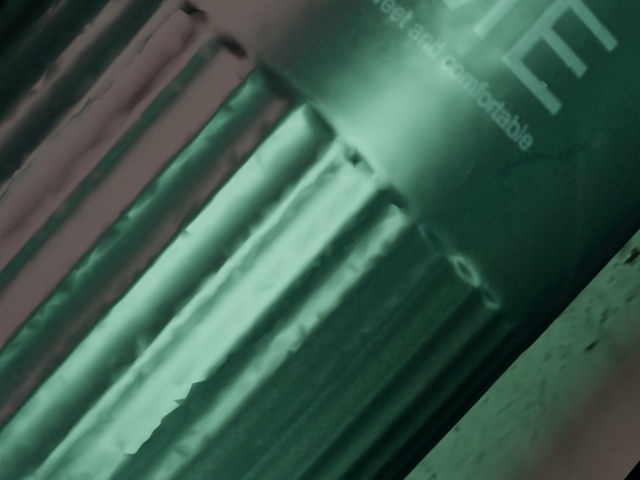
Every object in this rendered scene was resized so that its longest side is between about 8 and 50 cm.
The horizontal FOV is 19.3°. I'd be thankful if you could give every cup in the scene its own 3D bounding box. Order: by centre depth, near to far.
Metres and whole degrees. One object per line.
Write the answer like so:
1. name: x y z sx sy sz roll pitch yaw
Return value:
1. cup: -0.007 -0.005 0.675 0.292 0.308 0.242 -47 20 -4
